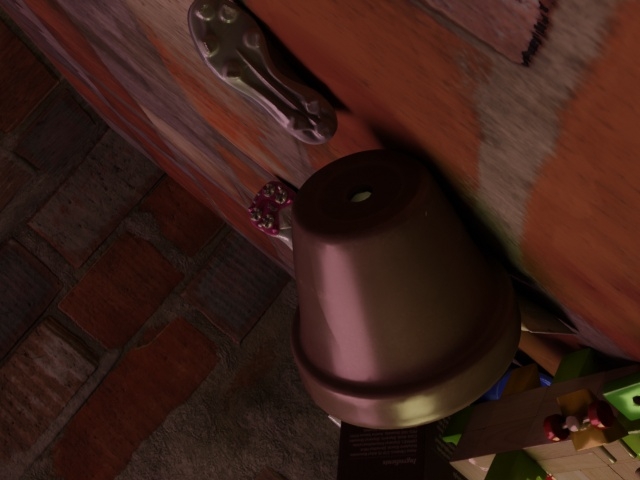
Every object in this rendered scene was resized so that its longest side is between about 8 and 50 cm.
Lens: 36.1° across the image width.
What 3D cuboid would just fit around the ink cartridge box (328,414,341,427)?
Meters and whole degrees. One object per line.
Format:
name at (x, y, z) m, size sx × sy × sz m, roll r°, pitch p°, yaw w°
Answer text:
ink cartridge box at (0.248, 0.375, 2.002) m, size 0.395 × 0.285 × 0.166 m, roll 39°, pitch 173°, yaw 7°

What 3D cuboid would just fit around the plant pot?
plant pot at (0.068, 0.033, 1.066) m, size 0.263 × 0.263 × 0.229 m, roll 33°, pitch 153°, yaw 47°

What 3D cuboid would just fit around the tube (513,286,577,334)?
tube at (0.196, 0.063, 1.207) m, size 0.240 × 0.070 × 0.062 m, roll 30°, pitch 148°, yaw 44°

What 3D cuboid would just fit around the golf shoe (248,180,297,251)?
golf shoe at (0.000, 0.000, 1.778) m, size 0.306 × 0.115 × 0.140 m, roll 43°, pitch -173°, yaw 39°

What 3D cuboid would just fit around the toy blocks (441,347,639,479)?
toy blocks at (0.351, 0.292, 1.193) m, size 0.261 × 0.191 × 0.381 m, roll 41°, pitch 147°, yaw -12°

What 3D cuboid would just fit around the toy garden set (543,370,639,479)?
toy garden set at (0.358, 0.199, 0.942) m, size 0.244 × 0.049 × 0.203 m, roll 41°, pitch 139°, yaw -16°

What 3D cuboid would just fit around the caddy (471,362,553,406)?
caddy at (0.328, 0.347, 1.590) m, size 0.341 × 0.241 × 0.179 m, roll 41°, pitch 167°, yaw -5°

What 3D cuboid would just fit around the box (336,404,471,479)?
box at (0.128, 0.241, 1.418) m, size 0.143 × 0.382 × 0.191 m, roll -10°, pitch 146°, yaw 24°

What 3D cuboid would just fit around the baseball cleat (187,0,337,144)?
baseball cleat at (-0.069, -0.179, 1.056) m, size 0.206 × 0.072 × 0.109 m, roll 47°, pitch 178°, yaw -20°
